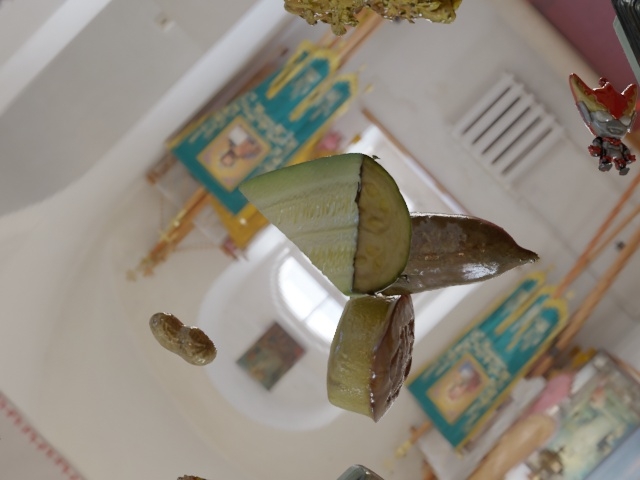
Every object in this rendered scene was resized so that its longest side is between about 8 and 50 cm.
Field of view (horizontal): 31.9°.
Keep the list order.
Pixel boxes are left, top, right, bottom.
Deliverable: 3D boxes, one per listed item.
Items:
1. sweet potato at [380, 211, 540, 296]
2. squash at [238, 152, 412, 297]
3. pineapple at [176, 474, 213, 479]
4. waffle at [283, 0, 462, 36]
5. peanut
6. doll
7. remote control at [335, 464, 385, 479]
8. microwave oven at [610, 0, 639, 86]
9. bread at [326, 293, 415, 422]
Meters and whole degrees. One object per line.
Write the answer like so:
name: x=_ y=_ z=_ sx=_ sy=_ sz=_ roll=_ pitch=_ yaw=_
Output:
sweet potato: x=0.221 y=0.017 z=2.110 sx=0.158 sy=0.370 sz=0.157 roll=29 pitch=-122 yaw=-59
squash: x=0.000 y=0.000 z=1.519 sx=0.111 sy=0.203 sz=0.289 roll=15 pitch=162 yaw=-36
pineapple: x=-0.175 y=0.372 z=1.653 sx=0.114 sy=0.077 sz=0.114 roll=10 pitch=138 yaw=51
waffle: x=0.033 y=-0.241 z=1.013 sx=0.197 sy=0.070 sz=0.193 roll=19 pitch=169 yaw=-18
peanut: x=-0.201 y=0.143 z=1.631 sx=0.113 sy=0.053 sz=0.054 roll=30 pitch=180 yaw=6
doll: x=0.421 y=-0.170 z=1.643 sx=0.109 sy=0.169 sz=0.057 roll=8 pitch=154 yaw=-10
remote control: x=-0.036 y=0.366 z=1.024 sx=0.145 sy=0.344 sz=0.050 roll=51 pitch=169 yaw=-14
microwave oven: x=0.484 y=-0.251 z=1.444 sx=0.122 sy=0.162 sz=0.208 roll=-14 pitch=-100 yaw=-61
bread: x=0.106 y=0.224 z=2.235 sx=0.148 sy=0.269 sz=0.270 roll=11 pitch=173 yaw=14
